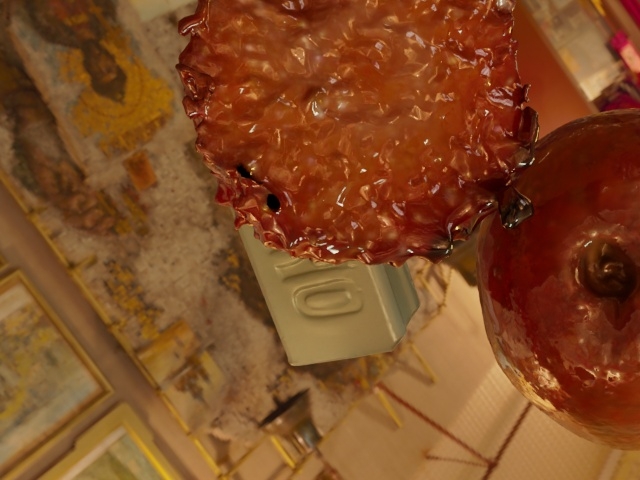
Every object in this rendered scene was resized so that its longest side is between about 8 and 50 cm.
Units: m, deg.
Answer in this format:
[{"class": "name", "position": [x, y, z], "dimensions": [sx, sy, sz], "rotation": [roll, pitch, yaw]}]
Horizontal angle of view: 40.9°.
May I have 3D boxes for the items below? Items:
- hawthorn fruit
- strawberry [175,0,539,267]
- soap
[{"class": "hawthorn fruit", "position": [0.251, 0.029, 0.714], "dimensions": [0.284, 0.284, 0.284], "rotation": [-36, -176, 3]}, {"class": "strawberry", "position": [0.013, -0.084, 0.563], "dimensions": [0.234, 0.234, 0.178], "rotation": [-37, -173, -18]}, {"class": "soap", "position": [0.000, 0.000, 0.726], "dimensions": [0.119, 0.198, 0.066], "rotation": [-13, -166, 30]}]
